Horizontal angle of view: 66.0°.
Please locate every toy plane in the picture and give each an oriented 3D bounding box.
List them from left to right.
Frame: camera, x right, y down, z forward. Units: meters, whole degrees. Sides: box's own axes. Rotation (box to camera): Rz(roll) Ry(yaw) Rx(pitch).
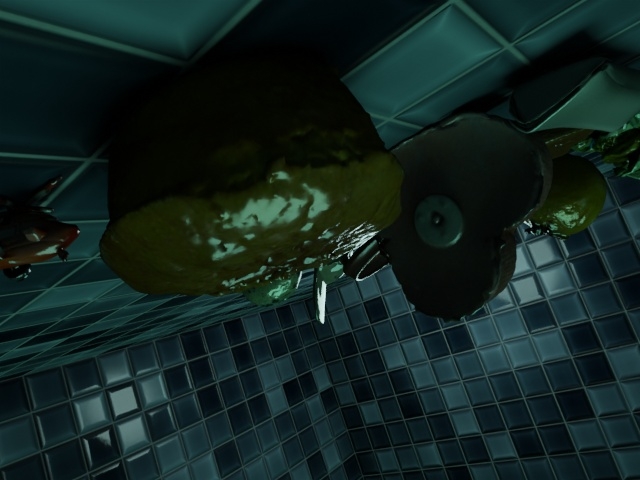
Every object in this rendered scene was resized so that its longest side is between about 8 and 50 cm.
[{"bbox_3d":[-0.349,0.000,0.495,0.194,0.077,0.126,-4,156,-26],"label":"toy plane"}]

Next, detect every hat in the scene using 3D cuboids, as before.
[{"bbox_3d":[0.038,0.111,1.441,0.149,0.245,0.214,-11,-174,-1],"label":"hat"}]

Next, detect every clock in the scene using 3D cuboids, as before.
[{"bbox_3d":[0.187,-0.009,1.357,0.318,0.080,0.318,-35,165,-11],"label":"clock"}]

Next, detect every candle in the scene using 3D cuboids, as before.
[{"bbox_3d":[0.200,-0.050,0.797,0.287,0.317,0.131,23,-161,30],"label":"candle"}]

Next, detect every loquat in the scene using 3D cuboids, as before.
[{"bbox_3d":[0.630,-0.114,1.315,0.243,0.244,0.244,-19,171,-3],"label":"loquat"}]

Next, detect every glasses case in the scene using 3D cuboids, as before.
[{"bbox_3d":[0.387,-0.214,0.708,0.307,0.083,0.128,-11,162,-42],"label":"glasses case"}]

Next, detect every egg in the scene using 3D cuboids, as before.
[{"bbox_3d":[-0.120,0.086,1.225,0.181,0.141,0.141,-35,164,30],"label":"egg"}]

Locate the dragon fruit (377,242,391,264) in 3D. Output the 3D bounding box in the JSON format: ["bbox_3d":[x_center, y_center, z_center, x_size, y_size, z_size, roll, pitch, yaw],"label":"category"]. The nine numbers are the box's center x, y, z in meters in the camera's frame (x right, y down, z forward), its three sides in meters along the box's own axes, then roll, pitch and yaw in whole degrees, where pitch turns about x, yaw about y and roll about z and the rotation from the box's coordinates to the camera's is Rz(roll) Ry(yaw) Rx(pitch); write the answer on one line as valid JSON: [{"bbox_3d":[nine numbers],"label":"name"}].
[{"bbox_3d":[0.273,-0.043,0.996,0.314,0.251,0.250,-11,170,-7],"label":"dragon fruit"}]

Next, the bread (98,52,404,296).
[{"bbox_3d":[-0.069,-0.045,0.504,0.311,0.173,0.312,-17,166,-4],"label":"bread"}]

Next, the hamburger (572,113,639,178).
[{"bbox_3d":[0.726,-0.225,1.126,0.275,0.151,0.260,-18,169,-6],"label":"hamburger"}]

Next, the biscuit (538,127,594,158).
[{"bbox_3d":[0.470,-0.197,1.086,0.278,0.043,0.301,-9,165,-39],"label":"biscuit"}]
